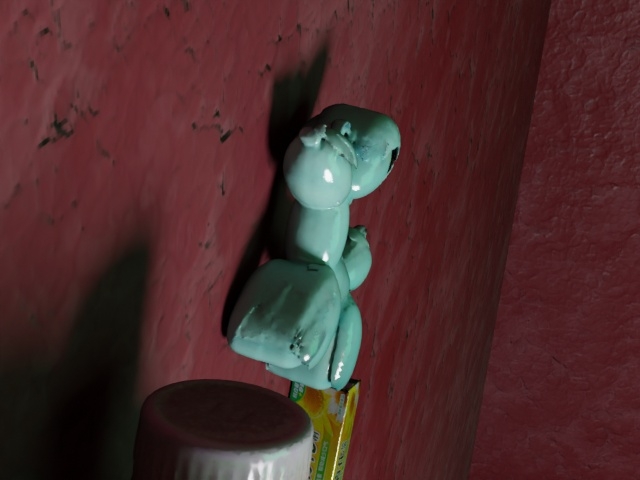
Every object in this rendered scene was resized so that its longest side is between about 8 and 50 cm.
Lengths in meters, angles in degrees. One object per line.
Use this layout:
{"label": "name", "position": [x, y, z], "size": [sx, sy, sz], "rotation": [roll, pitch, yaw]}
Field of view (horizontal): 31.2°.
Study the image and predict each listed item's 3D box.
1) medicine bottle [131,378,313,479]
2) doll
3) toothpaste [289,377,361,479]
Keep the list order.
{"label": "medicine bottle", "position": [-0.050, 0.166, 0.465], "size": [0.122, 0.122, 0.212], "rotation": [-36, 137, -69]}
{"label": "doll", "position": [0.000, 0.000, 0.643], "size": [0.159, 0.059, 0.158], "rotation": [63, 44, -67]}
{"label": "toothpaste", "position": [-0.010, 0.178, 0.790], "size": [0.037, 0.043, 0.178], "rotation": [-19, 121, -73]}
